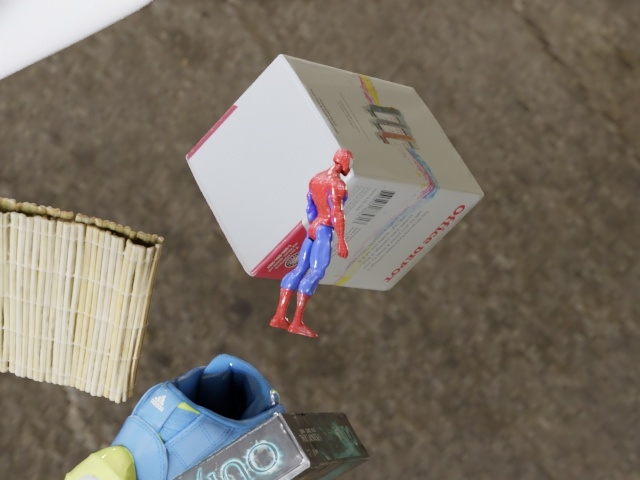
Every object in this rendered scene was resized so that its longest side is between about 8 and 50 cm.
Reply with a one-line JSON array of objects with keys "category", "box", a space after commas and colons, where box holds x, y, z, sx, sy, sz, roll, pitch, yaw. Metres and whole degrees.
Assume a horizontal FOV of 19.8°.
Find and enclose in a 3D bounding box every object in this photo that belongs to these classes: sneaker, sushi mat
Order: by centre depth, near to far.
[{"category": "sneaker", "box": [-0.040, 0.138, 1.018, 0.091, 0.126, 0.240, 35, 5, 31]}, {"category": "sushi mat", "box": [-0.225, 0.058, 1.601, 0.151, 0.316, 0.019, 14, 60, -3]}]

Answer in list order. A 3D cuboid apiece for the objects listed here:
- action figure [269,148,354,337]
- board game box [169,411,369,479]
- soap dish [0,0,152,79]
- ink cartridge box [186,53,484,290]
[{"category": "action figure", "box": [0.000, 0.000, 1.114, 0.030, 0.115, 0.038, 14, 0, -28]}, {"category": "board game box", "box": [-0.074, 0.128, 0.750, 0.026, 0.186, 0.126, 59, 8, 10]}, {"category": "soap dish", "box": [-0.256, -0.239, 1.270, 0.118, 0.229, 0.291, 67, 6, 33]}, {"category": "ink cartridge box", "box": [0.013, -0.050, 1.462, 0.176, 0.128, 0.127, 9, 43, -50]}]
